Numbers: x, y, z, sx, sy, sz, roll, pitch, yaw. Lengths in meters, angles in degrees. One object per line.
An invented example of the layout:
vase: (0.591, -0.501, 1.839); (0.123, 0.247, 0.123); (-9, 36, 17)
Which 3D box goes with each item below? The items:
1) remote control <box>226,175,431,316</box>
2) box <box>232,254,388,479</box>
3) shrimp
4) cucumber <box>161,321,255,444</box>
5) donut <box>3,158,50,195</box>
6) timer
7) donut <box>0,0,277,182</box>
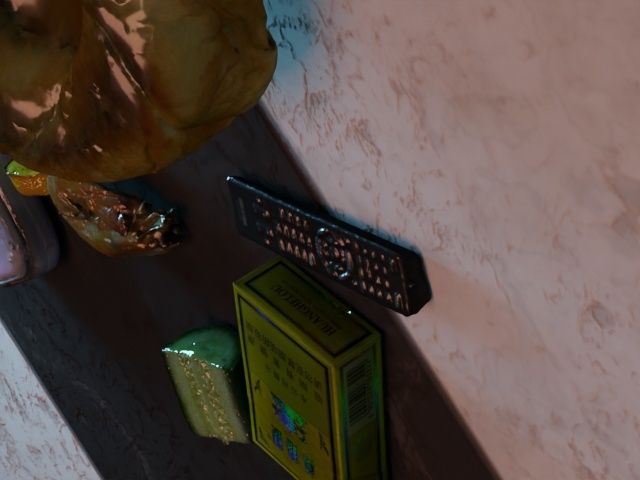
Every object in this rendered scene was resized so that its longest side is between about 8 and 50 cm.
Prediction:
remote control: (0.000, 0.000, 1.386); (0.245, 0.025, 0.063); (26, 139, 47)
box: (-0.007, 0.137, 1.503); (0.141, 0.064, 0.220); (36, 145, 36)
shrimp: (-0.211, -0.025, 1.664); (0.115, 0.051, 0.217); (44, 160, -30)
cucumber: (-0.094, 0.147, 1.664); (0.116, 0.062, 0.115); (9, 129, 47)
donut: (-0.308, -0.072, 1.823); (0.083, 0.067, 0.038); (-4, 113, 25)
timer: (-0.388, -0.037, 1.956); (0.191, 0.069, 0.208); (63, 154, -5)
donut: (-0.193, -0.206, 1.258); (0.360, 0.170, 0.360); (25, 134, 29)
